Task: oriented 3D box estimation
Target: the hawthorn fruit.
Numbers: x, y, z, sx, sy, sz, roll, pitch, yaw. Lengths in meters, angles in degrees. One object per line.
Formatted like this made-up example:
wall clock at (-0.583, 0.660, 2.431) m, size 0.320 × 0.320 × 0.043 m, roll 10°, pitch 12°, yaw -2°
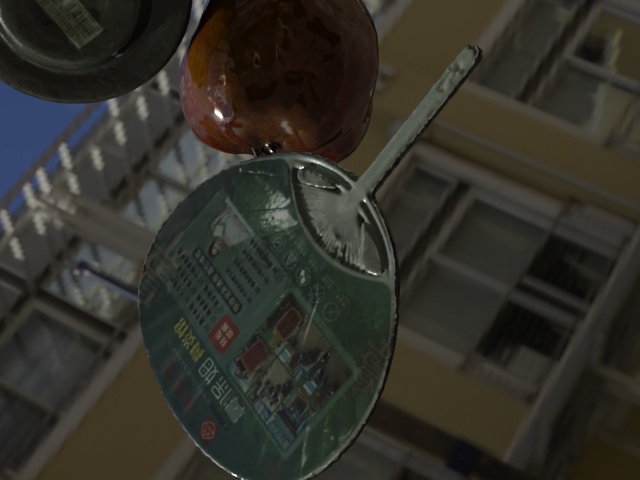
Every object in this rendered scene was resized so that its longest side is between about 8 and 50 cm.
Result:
hawthorn fruit at (-0.034, -0.200, 1.505) m, size 0.208 × 0.208 × 0.248 m, roll 49°, pitch -132°, yaw -68°

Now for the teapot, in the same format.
teapot at (-0.289, -0.279, 1.504) m, size 0.239 × 0.321 × 0.240 m, roll -98°, pitch -9°, yaw -60°

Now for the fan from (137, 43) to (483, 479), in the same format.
fan at (-0.003, 0.033, 0.908) m, size 0.012 × 0.294 × 0.223 m, roll 21°, pitch -127°, yaw -49°
